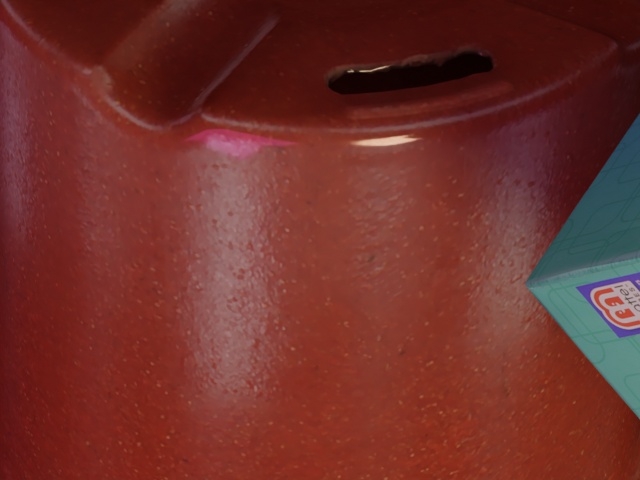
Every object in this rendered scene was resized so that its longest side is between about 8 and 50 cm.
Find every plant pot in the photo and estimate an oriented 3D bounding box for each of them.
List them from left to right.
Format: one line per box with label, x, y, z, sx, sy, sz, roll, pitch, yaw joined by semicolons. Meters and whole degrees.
plant pot;0.000;0.000;0.619;0.272;0.272;0.265;24;138;21

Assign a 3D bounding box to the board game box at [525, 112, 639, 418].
board game box;0.161;-0.008;0.473;0.160;0.210;0.047;49;146;-17
